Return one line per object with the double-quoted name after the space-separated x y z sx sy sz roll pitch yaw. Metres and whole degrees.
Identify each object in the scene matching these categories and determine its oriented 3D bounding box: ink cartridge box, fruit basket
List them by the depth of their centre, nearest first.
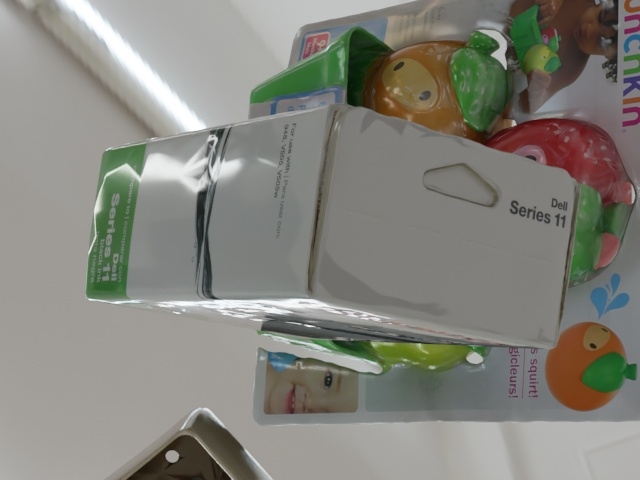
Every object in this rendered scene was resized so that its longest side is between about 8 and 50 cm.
0.000 0.000 0.678 0.153 0.208 0.087 13 -100 -34 "ink cartridge box"
0.100 -0.036 0.949 0.165 0.353 0.327 21 -111 -46 "fruit basket"

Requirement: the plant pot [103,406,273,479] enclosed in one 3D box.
-0.073 0.156 0.769 0.109 0.109 0.096 49 -169 -10 "plant pot"
